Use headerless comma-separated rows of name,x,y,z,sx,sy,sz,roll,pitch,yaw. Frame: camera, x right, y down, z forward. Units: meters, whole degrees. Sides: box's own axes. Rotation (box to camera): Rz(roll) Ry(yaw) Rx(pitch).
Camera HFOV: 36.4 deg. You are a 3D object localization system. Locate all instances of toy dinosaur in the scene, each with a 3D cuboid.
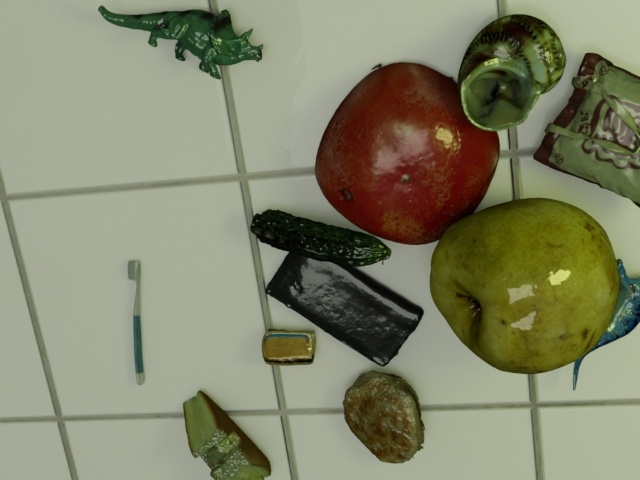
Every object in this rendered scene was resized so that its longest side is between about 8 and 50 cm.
toy dinosaur,0.524,0.115,1.732,0.144,0.076,0.329,41,102,-12
toy dinosaur,-0.244,-0.351,1.722,0.292,0.079,0.119,4,105,8

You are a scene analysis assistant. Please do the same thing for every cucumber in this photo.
cucumber,0.000,0.001,1.763,0.265,0.077,0.077,16,114,29

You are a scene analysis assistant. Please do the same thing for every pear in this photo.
pear,0.350,0.063,1.634,0.304,0.304,0.303,4,110,11

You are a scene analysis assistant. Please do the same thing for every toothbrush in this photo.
toothbrush,-0.374,0.169,1.968,0.025,0.019,0.275,8,111,15

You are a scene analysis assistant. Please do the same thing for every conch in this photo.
conch,0.317,-0.277,1.602,0.182,0.124,0.187,0,100,6

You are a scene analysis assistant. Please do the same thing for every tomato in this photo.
tomato,0.147,-0.131,1.686,0.339,0.143,0.338,4,113,10

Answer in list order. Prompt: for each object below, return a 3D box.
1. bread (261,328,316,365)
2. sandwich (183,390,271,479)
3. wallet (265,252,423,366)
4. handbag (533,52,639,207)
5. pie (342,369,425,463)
bread,-0.062,0.209,1.901,0.106,0.053,0.072,1,87,9
sandwich,-0.196,0.424,1.985,0.090,0.088,0.244,-37,98,17
wallet,0.045,0.118,1.856,0.285,0.030,0.146,33,108,1
handbag,0.501,-0.176,1.605,0.235,0.127,0.212,28,112,14
pie,0.124,0.342,1.896,0.163,0.079,0.193,0,110,20
